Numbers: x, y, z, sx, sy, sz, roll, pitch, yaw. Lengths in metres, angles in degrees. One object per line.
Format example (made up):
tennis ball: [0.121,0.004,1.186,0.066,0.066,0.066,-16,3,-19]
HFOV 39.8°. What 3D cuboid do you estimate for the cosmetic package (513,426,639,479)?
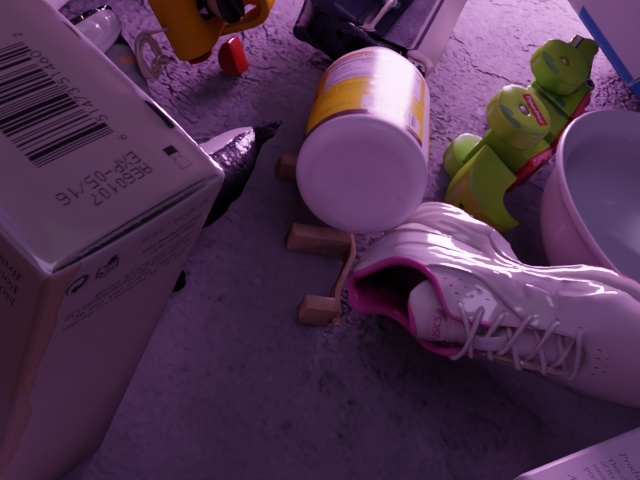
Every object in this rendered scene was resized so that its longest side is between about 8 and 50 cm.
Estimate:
cosmetic package: [0.301,0.250,0.686,0.384,0.156,0.217,-7,58,-33]

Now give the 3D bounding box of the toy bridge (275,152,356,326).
toy bridge: [0.000,0.000,0.817,0.063,0.026,0.188,8,50,-24]

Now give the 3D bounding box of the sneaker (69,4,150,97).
sneaker: [-0.239,-0.090,0.719,0.271,0.100,0.108,-47,114,-36]

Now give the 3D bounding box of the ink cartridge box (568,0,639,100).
ink cartridge box: [0.428,-0.254,1.099,0.307,0.129,0.223,19,40,-52]

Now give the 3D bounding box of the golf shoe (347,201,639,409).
golf shoe: [0.154,0.070,0.730,0.306,0.115,0.140,25,37,39]

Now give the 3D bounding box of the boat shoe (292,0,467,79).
boat shoe: [0.089,-0.308,1.041,0.158,0.127,0.341,34,46,-10]

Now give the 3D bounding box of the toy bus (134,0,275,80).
toy bus: [-0.089,-0.248,0.839,0.191,0.104,0.202,0,83,-67]

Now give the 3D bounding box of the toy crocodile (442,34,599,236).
toy crocodile: [0.235,-0.129,0.988,0.105,0.115,0.340,42,48,2]

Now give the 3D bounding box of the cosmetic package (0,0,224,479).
cosmetic package: [-0.185,0.029,0.500,0.160,0.309,0.113,43,46,11]

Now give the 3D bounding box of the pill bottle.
pill bottle: [0.046,-0.108,0.845,0.117,0.117,0.215,24,33,-8]

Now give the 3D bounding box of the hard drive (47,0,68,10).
hard drive: [-0.311,-0.199,0.738,0.202,0.040,0.308,4,41,21]

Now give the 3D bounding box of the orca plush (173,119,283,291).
orca plush: [-0.140,-0.010,0.736,0.151,0.102,0.287,-1,23,30]

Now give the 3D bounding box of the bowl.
bowl: [0.335,0.017,0.905,0.297,0.134,0.298,14,49,-16]
